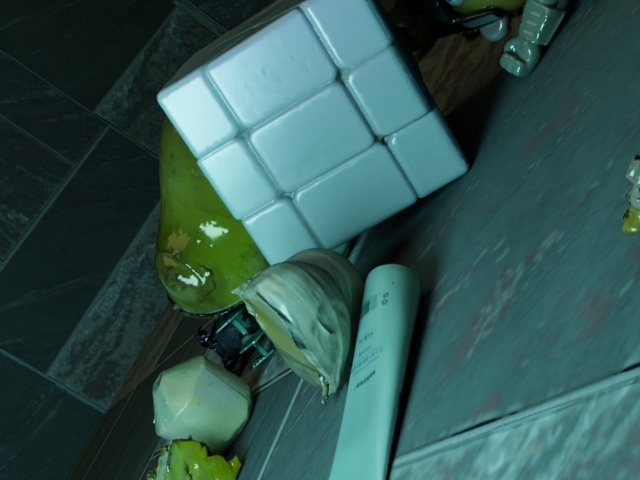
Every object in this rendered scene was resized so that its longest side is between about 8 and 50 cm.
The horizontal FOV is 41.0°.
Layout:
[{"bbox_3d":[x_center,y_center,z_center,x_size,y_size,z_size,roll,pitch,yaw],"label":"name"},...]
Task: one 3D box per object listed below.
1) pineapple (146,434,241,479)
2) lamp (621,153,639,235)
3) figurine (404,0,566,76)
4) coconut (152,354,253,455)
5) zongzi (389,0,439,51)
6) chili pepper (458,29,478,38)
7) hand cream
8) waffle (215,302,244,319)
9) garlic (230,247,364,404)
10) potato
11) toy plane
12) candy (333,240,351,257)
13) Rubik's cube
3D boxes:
[{"bbox_3d":[-0.206,0.401,1.204,0.237,0.114,0.186,-65,13,1],"label":"pineapple"},{"bbox_3d":[0.267,-0.053,0.537,0.253,0.118,0.118,-50,13,16],"label":"lamp"},{"bbox_3d":[0.257,-0.377,1.171,0.308,0.143,0.309,-12,73,43],"label":"figurine"},{"bbox_3d":[-0.200,0.264,1.378,0.147,0.152,0.147,-54,12,17],"label":"coconut"},{"bbox_3d":[0.198,-0.488,1.962,0.221,0.112,0.242,-62,6,-26],"label":"zongzi"},{"bbox_3d":[0.279,-0.426,1.634,0.208,0.043,0.049,-73,8,-55],"label":"chili pepper"},{"bbox_3d":[0.056,0.157,0.935,0.109,0.067,0.321,-41,23,44],"label":"hand cream"},{"bbox_3d":[-0.160,0.094,1.913,0.254,0.052,0.245,-58,16,-11],"label":"waffle"},{"bbox_3d":[-0.004,0.093,1.067,0.142,0.178,0.229,-40,-11,-18],"label":"garlic"},{"bbox_3d":[-0.211,-0.110,1.540,0.289,0.296,0.397,21,63,40],"label":"potato"},{"bbox_3d":[-0.142,0.162,1.574,0.155,0.106,0.381,-44,6,-4],"label":"toy plane"},{"bbox_3d":[0.000,0.000,1.427,0.103,0.103,0.043,-60,7,-20],"label":"candy"},{"bbox_3d":[-0.005,-0.195,1.269,0.318,0.316,0.322,-30,17,12],"label":"Rubik's cube"}]
